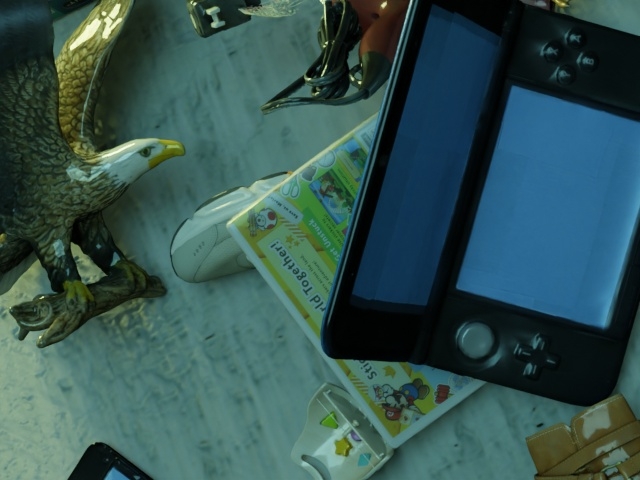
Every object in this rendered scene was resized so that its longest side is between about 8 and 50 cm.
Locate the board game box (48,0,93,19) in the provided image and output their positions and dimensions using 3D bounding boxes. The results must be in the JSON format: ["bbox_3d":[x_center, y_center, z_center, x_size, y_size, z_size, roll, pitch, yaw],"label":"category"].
[{"bbox_3d":[-0.243,-0.383,1.785,0.253,0.079,0.336,-22,74,16],"label":"board game box"}]

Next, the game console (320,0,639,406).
[{"bbox_3d":[0.147,-0.031,1.464,0.250,0.173,0.293,15,94,-5],"label":"game console"}]

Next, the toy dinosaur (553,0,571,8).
[{"bbox_3d":[0.163,-0.241,1.568,0.211,0.112,0.064,-11,33,52],"label":"toy dinosaur"}]

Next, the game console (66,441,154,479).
[{"bbox_3d":[-0.184,0.253,1.656,0.144,0.085,0.124,34,94,21],"label":"game console"}]

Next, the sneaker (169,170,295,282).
[{"bbox_3d":[0.000,0.000,1.625,0.262,0.099,0.121,-22,79,17],"label":"sneaker"}]

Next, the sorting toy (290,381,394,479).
[{"bbox_3d":[0.014,0.171,1.621,0.075,0.045,0.083,-47,69,16],"label":"sorting toy"}]

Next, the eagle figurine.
[{"bbox_3d":[-0.220,-0.078,1.658,0.225,0.226,0.298,-19,95,-13],"label":"eagle figurine"}]

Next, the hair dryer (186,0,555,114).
[{"bbox_3d":[0.057,-0.160,1.583,0.293,0.080,0.223,-18,39,-19],"label":"hair dryer"}]

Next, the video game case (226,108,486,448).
[{"bbox_3d":[0.073,0.017,1.569,0.206,0.026,0.227,-36,96,3],"label":"video game case"}]

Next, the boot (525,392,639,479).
[{"bbox_3d":[0.258,0.187,1.507,0.197,0.073,0.152,-22,74,16],"label":"boot"}]
